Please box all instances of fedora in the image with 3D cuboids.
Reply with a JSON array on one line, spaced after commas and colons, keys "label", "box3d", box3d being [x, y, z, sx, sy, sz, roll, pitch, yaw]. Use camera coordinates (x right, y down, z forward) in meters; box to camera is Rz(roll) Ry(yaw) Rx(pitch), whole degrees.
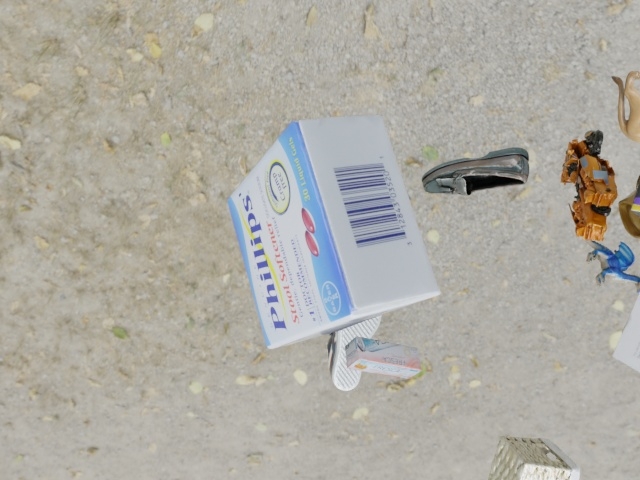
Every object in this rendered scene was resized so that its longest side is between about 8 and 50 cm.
[{"label": "fedora", "box3d": [0.701, -0.059, 1.179, 0.079, 0.194, 0.194, -14, 125, 9]}]

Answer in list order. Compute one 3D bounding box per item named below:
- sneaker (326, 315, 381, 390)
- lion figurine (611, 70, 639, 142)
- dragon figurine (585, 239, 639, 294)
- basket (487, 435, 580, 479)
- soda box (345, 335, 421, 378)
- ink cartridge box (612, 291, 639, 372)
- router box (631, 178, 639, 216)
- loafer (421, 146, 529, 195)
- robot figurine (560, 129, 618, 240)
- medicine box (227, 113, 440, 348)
[{"label": "sneaker", "box3d": [0.093, 0.291, 1.705, 0.126, 0.127, 0.321, 18, 92, -14]}, {"label": "lion figurine", "box3d": [0.958, -0.307, 1.474, 0.392, 0.142, 0.241, 21, 106, 34]}, {"label": "dragon figurine", "box3d": [0.955, 0.061, 1.780, 0.143, 0.289, 0.085, -16, 156, 6]}, {"label": "basket", "box3d": [0.358, 0.437, 0.955, 0.103, 0.113, 0.167, 14, 96, -7]}, {"label": "soda box", "box3d": [0.152, 0.284, 1.323, 0.183, 0.063, 0.058, 15, 139, -24]}, {"label": "ink cartridge box", "box3d": [0.699, 0.173, 0.931, 0.198, 0.270, 0.197, -1, 112, -36]}, {"label": "router box", "box3d": [0.558, -0.136, 0.815, 0.308, 0.081, 0.243, 6, 99, -52]}, {"label": "loafer", "box3d": [0.368, -0.150, 1.328, 0.267, 0.084, 0.096, -14, 151, 34]}, {"label": "robot figurine", "box3d": [0.665, -0.146, 1.370, 0.084, 0.291, 0.211, 2, 130, 10]}, {"label": "medicine box", "box3d": [0.000, 0.000, 0.815, 0.149, 0.264, 0.289, -10, 167, -31]}]
